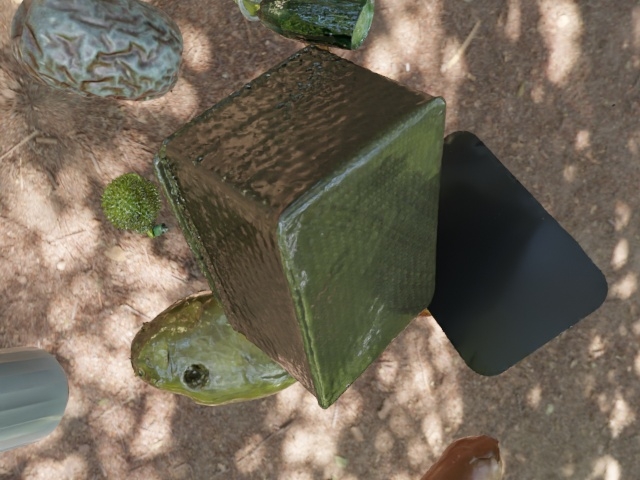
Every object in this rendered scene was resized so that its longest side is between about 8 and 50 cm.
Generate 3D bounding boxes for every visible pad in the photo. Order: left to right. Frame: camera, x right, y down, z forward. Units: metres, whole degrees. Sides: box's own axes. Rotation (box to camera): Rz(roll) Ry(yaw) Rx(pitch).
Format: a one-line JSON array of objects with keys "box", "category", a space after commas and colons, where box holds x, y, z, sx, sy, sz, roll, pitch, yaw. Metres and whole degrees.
[{"box": [0.236, -0.037, 0.606, 0.323, 0.250, 0.055, -33, 155, 0], "category": "pad"}]

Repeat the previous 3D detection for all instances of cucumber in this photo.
[{"box": [-0.007, -0.201, 0.499, 0.105, 0.048, 0.048, 14, 98, 14], "category": "cucumber"}]

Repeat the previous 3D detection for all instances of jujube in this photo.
[{"box": [-0.433, -0.392, 1.106, 0.317, 0.226, 0.226, 5, 100, -38], "category": "jujube"}]

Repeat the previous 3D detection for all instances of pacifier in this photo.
[{"box": [-0.098, -0.293, 0.649, 0.083, 0.064, 0.068, 18, 79, -67], "category": "pacifier"}]

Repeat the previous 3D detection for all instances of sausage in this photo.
[{"box": [0.101, 0.376, 0.686, 0.419, 0.094, 0.094, -21, 93, -40], "category": "sausage"}]

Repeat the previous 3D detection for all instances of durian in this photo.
[{"box": [-0.527, -0.101, 1.554, 0.146, 0.159, 0.198, -13, 149, 11], "category": "durian"}]

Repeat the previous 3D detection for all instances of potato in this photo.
[{"box": [-0.155, 0.168, 0.899, 0.296, 0.141, 0.191, -3, 62, -8], "category": "potato"}]

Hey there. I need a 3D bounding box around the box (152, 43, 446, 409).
[{"box": [-0.002, -0.001, 0.498, 0.184, 0.143, 0.273, -40, 145, -24], "category": "box"}]

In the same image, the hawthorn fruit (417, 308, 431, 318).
[{"box": [0.190, 0.087, 1.247, 0.202, 0.185, 0.185, 18, 94, -46], "category": "hawthorn fruit"}]

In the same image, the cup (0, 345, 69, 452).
[{"box": [-0.782, 0.333, 1.253, 0.237, 0.327, 0.322, -37, 76, 8], "category": "cup"}]

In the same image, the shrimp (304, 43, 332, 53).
[{"box": [-0.012, -0.409, 0.920, 0.066, 0.117, 0.262, -35, 148, -11], "category": "shrimp"}]
